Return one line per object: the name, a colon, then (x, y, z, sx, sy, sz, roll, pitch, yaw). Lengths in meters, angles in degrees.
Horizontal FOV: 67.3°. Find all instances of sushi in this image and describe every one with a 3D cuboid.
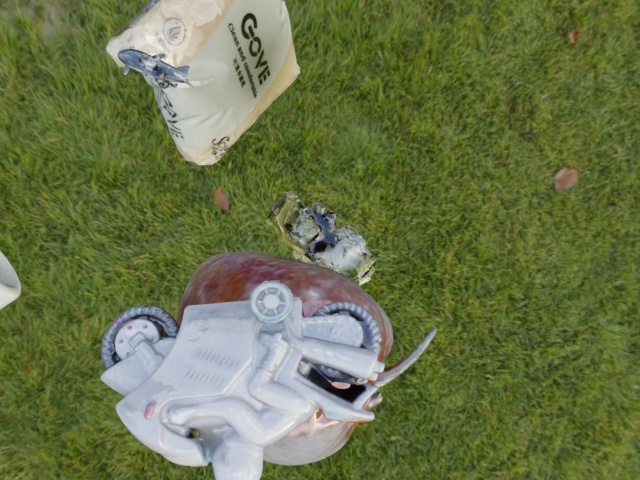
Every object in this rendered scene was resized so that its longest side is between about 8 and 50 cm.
sushi: (-0.002, 0.004, 1.129, 0.291, 0.131, 0.139, 39, 52, -2)

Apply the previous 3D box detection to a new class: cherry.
cherry: (-0.050, 0.168, 0.724, 0.291, 0.334, 0.326, -58, 137, -20)

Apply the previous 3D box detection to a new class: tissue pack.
tissue pack: (-0.197, -0.368, 0.920, 0.195, 0.375, 0.390, 29, 71, 15)

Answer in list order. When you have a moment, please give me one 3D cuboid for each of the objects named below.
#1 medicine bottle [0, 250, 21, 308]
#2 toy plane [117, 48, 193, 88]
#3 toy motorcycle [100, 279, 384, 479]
medicine bottle: (-0.863, 0.139, 1.004, 0.371, 0.211, 0.211, -35, 92, -14)
toy plane: (-0.183, -0.189, 0.530, 0.083, 0.078, 0.031, 14, 83, -5)
toy motorcycle: (-0.071, 0.134, 0.434, 0.260, 0.110, 0.171, -1, 68, -2)
